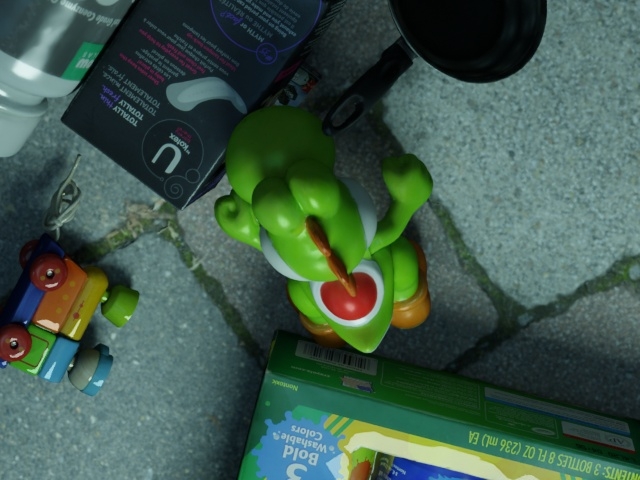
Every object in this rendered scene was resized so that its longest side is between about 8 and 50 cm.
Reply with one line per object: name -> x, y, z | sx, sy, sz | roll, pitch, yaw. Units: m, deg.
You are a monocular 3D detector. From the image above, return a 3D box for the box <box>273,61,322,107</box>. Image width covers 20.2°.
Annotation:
box -> -0.080, -0.186, 1.961 | 0.137, 0.027, 0.094 | 40, 105, -7

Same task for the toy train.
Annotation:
toy train -> -0.264, 0.045, 2.011 | 0.143, 0.105, 0.248 | 27, 92, -20

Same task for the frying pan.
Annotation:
frying pan -> 0.126, -0.200, 1.850 | 0.197, 0.053, 0.326 | 29, 69, -20

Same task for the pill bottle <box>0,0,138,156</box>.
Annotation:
pill bottle -> -0.285, -0.277, 1.827 | 0.204, 0.204, 0.361 | 35, 107, -6

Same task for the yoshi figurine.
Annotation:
yoshi figurine -> 0.001, -0.026, 1.858 | 0.203, 0.362, 0.204 | 24, 76, 22

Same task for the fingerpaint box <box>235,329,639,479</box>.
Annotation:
fingerpaint box -> 0.114, 0.343, 2.022 | 0.444, 0.163, 0.371 | 15, 106, 0

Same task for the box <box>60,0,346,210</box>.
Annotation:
box -> -0.117, -0.192, 1.870 | 0.165, 0.143, 0.270 | 37, 105, 1
